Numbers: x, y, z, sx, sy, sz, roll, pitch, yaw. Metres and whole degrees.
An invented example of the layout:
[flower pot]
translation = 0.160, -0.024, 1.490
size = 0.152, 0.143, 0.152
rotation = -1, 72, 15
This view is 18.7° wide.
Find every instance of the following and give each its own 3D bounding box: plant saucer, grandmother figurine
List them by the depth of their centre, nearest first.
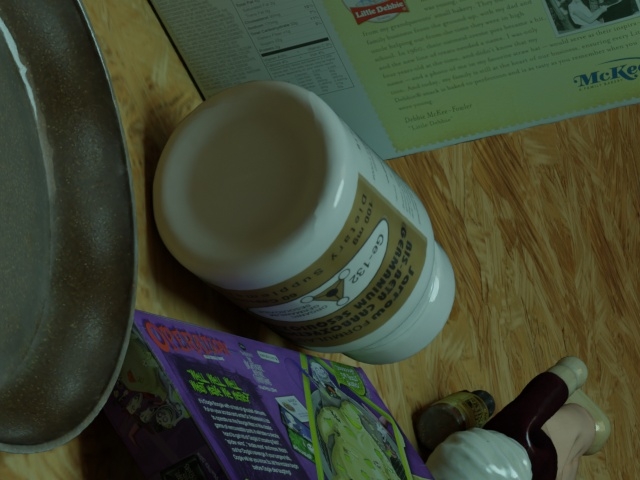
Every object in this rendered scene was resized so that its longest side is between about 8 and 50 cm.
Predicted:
[plant saucer]
translation = -0.180, -0.048, 0.922
size = 0.310, 0.050, 0.310
rotation = -13, 90, -69
[grandmother figurine]
translation = 0.150, 0.188, 1.534
size = 0.342, 0.104, 0.208
rotation = 12, 89, -72

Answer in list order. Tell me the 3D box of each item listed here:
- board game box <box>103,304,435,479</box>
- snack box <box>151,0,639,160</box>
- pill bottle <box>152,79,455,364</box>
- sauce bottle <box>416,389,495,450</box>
[board game box]
translation = -0.001, 0.151, 1.154
size = 0.208, 0.056, 0.347
rotation = 61, 15, 20
[snack box]
translation = 0.067, -0.149, 1.237
size = 0.060, 0.322, 0.187
rotation = -76, 147, -47
[pill bottle]
translation = 0.000, 0.000, 1.243
size = 0.229, 0.131, 0.131
rotation = 40, 41, -58
[sauce bottle]
translation = 0.114, 0.143, 1.580
size = 0.128, 0.042, 0.042
rotation = -18, 94, -69
